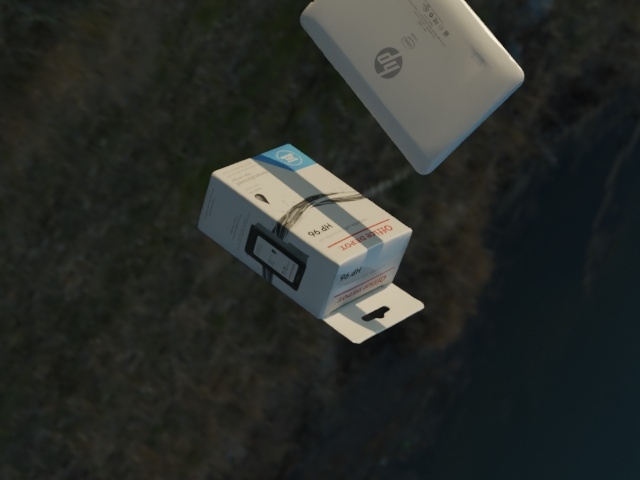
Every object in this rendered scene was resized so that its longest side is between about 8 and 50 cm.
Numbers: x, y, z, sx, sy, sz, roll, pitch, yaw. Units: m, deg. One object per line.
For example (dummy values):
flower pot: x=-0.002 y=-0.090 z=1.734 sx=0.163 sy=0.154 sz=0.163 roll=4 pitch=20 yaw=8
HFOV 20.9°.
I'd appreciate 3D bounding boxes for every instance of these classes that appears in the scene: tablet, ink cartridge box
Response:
tablet: x=0.032 y=-0.071 z=0.638 sx=0.054 sy=0.083 sz=0.006 roll=-45 pitch=157 yaw=19
ink cartridge box: x=0.000 y=0.000 z=0.666 sx=0.048 sy=0.083 sz=0.028 roll=-25 pitch=143 yaw=-47
